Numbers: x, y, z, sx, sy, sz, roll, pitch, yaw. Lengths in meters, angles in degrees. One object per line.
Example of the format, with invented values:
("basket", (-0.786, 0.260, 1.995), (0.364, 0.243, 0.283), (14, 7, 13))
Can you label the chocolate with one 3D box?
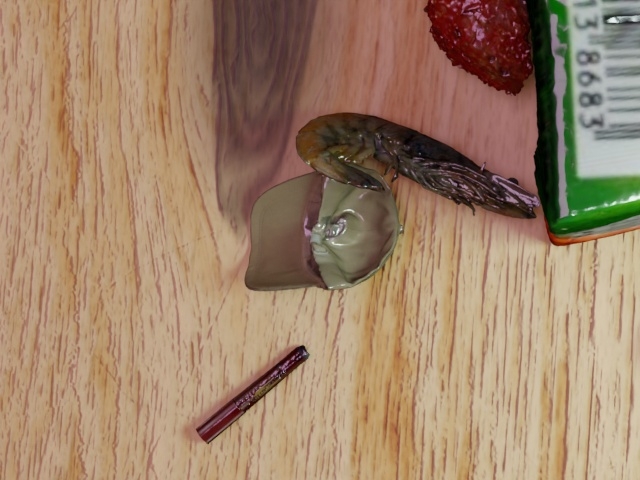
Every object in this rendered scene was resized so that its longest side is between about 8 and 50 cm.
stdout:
("chocolate", (0.303, -0.183, 1.708), (0.161, 0.341, 0.360), (-4, 86, 9))

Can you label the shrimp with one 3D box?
("shrimp", (0.105, -0.077, 1.862), (0.296, 0.169, 0.058), (24, 125, 19))

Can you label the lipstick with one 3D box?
("lipstick", (-0.083, 0.189, 1.985), (0.176, 0.027, 0.027), (-41, 76, 12))

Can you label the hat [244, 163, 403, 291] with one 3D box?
("hat", (0.000, 0.000, 1.952), (0.173, 0.144, 0.166), (-27, 55, 60))

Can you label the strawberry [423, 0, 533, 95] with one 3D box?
("strawberry", (0.173, -0.263, 1.860), (0.140, 0.085, 0.192), (2, 94, 48))
